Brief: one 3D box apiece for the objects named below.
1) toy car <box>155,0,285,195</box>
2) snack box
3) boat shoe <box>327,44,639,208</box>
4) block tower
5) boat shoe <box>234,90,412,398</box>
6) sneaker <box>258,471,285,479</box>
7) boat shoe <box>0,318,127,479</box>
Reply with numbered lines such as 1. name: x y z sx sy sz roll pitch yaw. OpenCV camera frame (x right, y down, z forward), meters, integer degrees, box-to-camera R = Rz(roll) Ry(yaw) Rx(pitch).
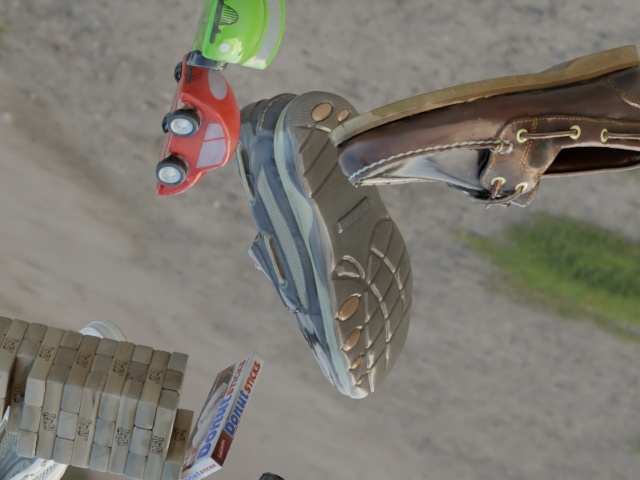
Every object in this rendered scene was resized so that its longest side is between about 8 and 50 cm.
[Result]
1. toy car: -0.056 -0.133 0.987 0.053 0.239 0.225 11 -174 -9
2. snack box: -0.113 0.201 1.771 0.064 0.178 0.022 -32 112 33
3. boat shoe: 0.104 -0.054 0.849 0.207 0.073 0.073 -14 177 -26
4. block tower: -0.281 0.133 1.438 0.335 0.091 0.097 13 119 -2
5. boat shoe: 0.000 0.000 1.637 0.130 0.132 0.355 15 128 41
6. sneaker: -0.078 0.271 1.357 0.276 0.135 0.097 -4 -175 -29
7. boat shoe: -0.322 0.211 1.822 0.098 0.277 0.096 39 -167 31
